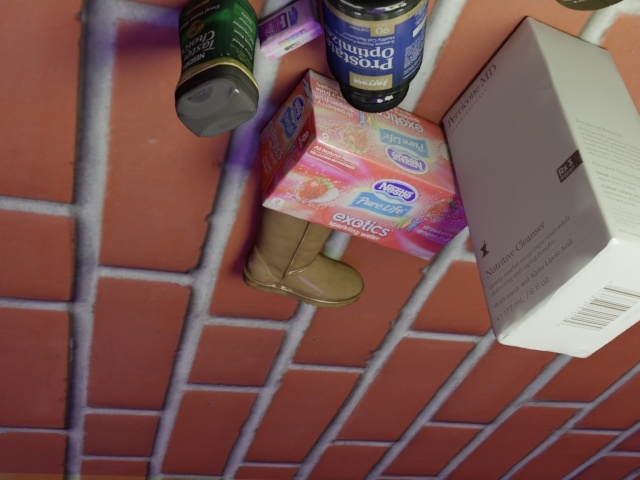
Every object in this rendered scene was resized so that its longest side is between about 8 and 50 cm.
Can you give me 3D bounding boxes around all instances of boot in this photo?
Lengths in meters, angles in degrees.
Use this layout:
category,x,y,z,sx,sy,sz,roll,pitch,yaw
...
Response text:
category,x,y,z,sx,sy,sz,roll,pitch,yaw
boot,0.000,0.000,1.305,0.236,0.089,0.269,7,140,-16

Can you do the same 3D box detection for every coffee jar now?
category,x,y,z,sx,sy,sz,roll,pitch,yaw
coffee jar,-0.123,-0.211,0.930,0.096,0.184,0.079,-23,140,21

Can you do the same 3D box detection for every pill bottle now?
category,x,y,z,sx,sy,sz,roll,pitch,yaw
pill bottle,0.065,-0.251,0.938,0.123,0.122,0.219,-6,156,1

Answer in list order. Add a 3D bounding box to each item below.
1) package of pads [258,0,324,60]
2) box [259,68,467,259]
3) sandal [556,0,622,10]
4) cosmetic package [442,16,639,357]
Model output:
category,x,y,z,sx,sy,sz,roll,pitch,yaw
package of pads,-0.038,-0.266,0.978,0.083,0.050,0.032,-23,145,22
box,0.077,-0.102,1.133,0.300,0.142,0.154,18,136,-28
sandal,0.371,-0.348,0.922,0.219,0.060,0.090,-32,143,10
cosmetic package,0.302,-0.073,1.002,0.156,0.384,0.217,13,137,-24
